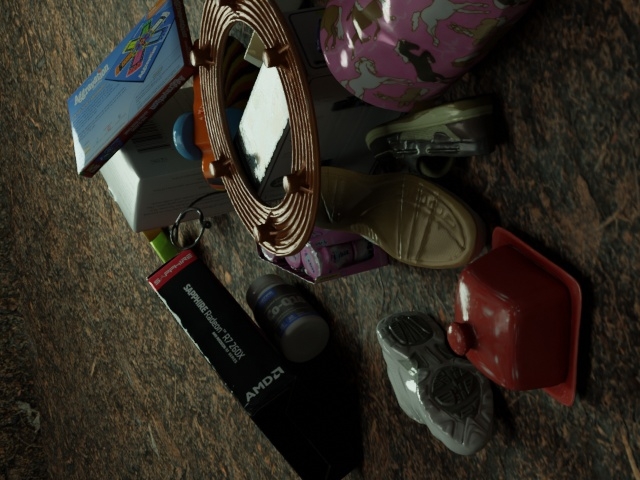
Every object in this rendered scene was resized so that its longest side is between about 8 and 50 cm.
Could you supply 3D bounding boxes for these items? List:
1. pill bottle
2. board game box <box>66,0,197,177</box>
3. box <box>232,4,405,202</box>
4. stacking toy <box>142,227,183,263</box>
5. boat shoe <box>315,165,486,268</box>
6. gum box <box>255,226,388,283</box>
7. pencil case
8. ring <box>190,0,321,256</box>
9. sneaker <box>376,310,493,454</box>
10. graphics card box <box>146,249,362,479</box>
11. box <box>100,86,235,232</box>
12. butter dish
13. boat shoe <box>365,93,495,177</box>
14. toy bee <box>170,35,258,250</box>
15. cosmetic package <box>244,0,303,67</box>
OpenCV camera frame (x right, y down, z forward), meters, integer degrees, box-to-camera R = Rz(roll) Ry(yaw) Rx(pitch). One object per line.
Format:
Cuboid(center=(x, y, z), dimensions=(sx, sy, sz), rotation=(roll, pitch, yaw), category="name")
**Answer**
Cuboid(center=(-0.051, 0.110, 2.101), dimensions=(0.137, 0.078, 0.078), rotation=(46, 143, 47), category="pill bottle")
Cuboid(center=(-0.281, -0.227, 2.123), dimensions=(0.281, 0.027, 0.145), rotation=(-39, 53, 36), category="board game box")
Cuboid(center=(0.010, -0.162, 1.692), dimensions=(0.290, 0.169, 0.087), rotation=(117, 135, -59), category="box")
Cuboid(center=(-0.275, -0.077, 2.516), dimensions=(0.309, 0.130, 0.279), rotation=(50, 173, 49), category="stacking toy")
Cuboid(center=(0.100, -0.032, 1.672), dimensions=(0.277, 0.096, 0.098), rotation=(21, 100, 46), category="boat shoe")
Cuboid(center=(0.000, 0.000, 1.884), dimensions=(0.188, 0.107, 0.062), rotation=(23, 125, 61), category="gum box")
Cuboid(center=(0.127, -0.268, 1.373), dimensions=(0.167, 0.160, 0.386), rotation=(30, 153, -9), category="pencil case")
Cuboid(center=(-0.083, -0.143, 1.664), dimensions=(0.336, 0.032, 0.336), rotation=(167, 90, -69), category="ring")
Cuboid(center=(0.143, 0.188, 1.731), dimensions=(0.232, 0.090, 0.115), rotation=(-121, 20, -51), category="sneaker")
Cuboid(center=(-0.102, 0.189, 2.134), dimensions=(0.371, 0.094, 0.233), rotation=(47, 173, 49), category="graphics card box")
Cuboid(center=(-0.236, -0.128, 2.237), dimensions=(0.181, 0.182, 0.119), rotation=(57, 148, 34), category="box")
Cuboid(center=(0.187, 0.089, 1.509), dimensions=(0.160, 0.118, 0.160), rotation=(42, 140, 52), category="butter dish")
Cuboid(center=(0.119, -0.105, 1.590), dimensions=(0.223, 0.080, 0.073), rotation=(-17, 83, 62), category="boat shoe")
Cuboid(center=(-0.134, -0.135, 2.071), dimensions=(0.195, 0.162, 0.298), rotation=(27, 99, 40), category="toy bee")
Cuboid(center=(-0.060, -0.280, 1.894), dimensions=(0.041, 0.060, 0.115), rotation=(28, 147, 0), category="cosmetic package")
